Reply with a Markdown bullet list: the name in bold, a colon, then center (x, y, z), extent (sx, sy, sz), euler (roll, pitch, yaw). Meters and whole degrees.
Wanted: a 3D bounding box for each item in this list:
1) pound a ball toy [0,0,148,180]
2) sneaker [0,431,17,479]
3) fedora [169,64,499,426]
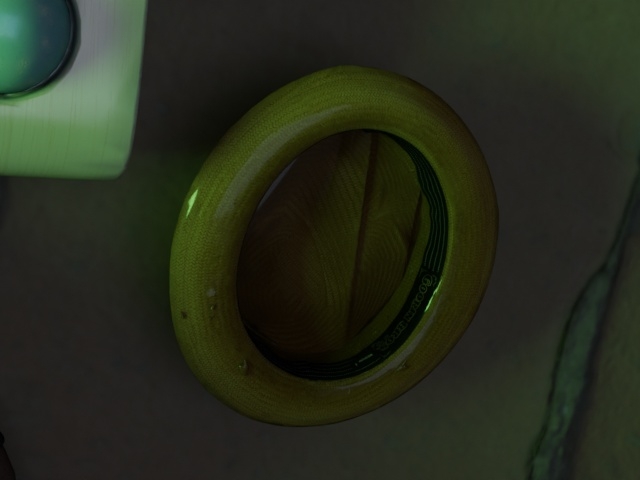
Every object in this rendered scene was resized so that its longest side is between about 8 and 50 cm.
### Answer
- **pound a ball toy**: center (-0.229, -0.134, 0.426), extent (0.319, 0.135, 0.208), euler (3, 101, -26)
- **sneaker**: center (-0.131, 0.170, 0.564), extent (0.281, 0.106, 0.163), euler (1, 99, -24)
- **fedora**: center (0.000, 0.000, 0.594), extent (0.194, 0.079, 0.194), euler (-8, 112, -21)
